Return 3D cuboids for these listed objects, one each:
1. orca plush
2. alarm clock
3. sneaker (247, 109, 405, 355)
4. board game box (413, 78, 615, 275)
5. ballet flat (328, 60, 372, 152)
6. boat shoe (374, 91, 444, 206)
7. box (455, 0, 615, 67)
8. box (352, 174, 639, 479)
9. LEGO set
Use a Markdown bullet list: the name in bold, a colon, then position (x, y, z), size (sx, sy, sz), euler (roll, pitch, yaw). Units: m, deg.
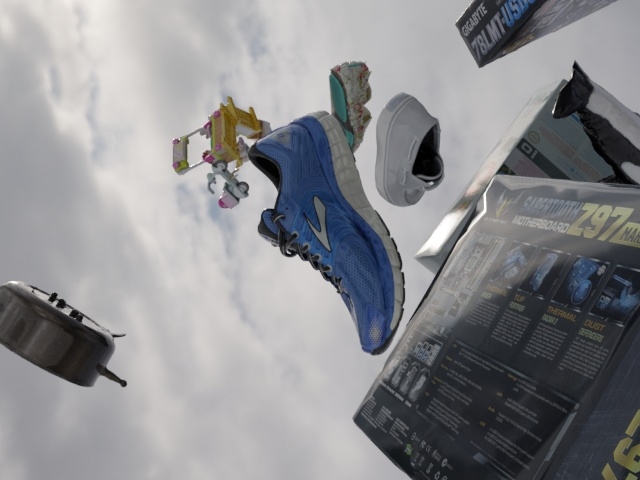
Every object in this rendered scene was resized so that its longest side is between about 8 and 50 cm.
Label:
- **orca plush**: position (0.364, -0.080, 1.189), size (0.102, 0.287, 0.151), euler (-43, -144, 29)
- **alarm clock**: position (-0.279, 0.080, 0.977), size (0.129, 0.192, 0.064), euler (25, -95, 53)
- **sneaker**: position (0.000, 0.000, 1.264), size (0.129, 0.147, 0.330), euler (103, -35, -65)
- **board game box**: position (0.307, -0.029, 1.364), size (0.224, 0.303, 0.097), euler (39, -12, -11)
- **ballet flat**: position (0.060, -0.236, 1.821), size (0.091, 0.077, 0.241), euler (52, -18, 24)
- **boat shoe**: position (0.102, -0.084, 1.061), size (0.063, 0.066, 0.184), euler (39, -24, 24)
- **box**: position (0.314, -0.311, 1.047), size (0.073, 0.293, 0.295), euler (63, -10, 5)
- **box**: position (0.113, 0.058, 0.522), size (0.059, 0.183, 0.233), euler (31, -3, -15)
- **LEGO set**: position (-0.167, -0.156, 1.647), size (0.107, 0.287, 0.132), euler (-25, -68, 18)
